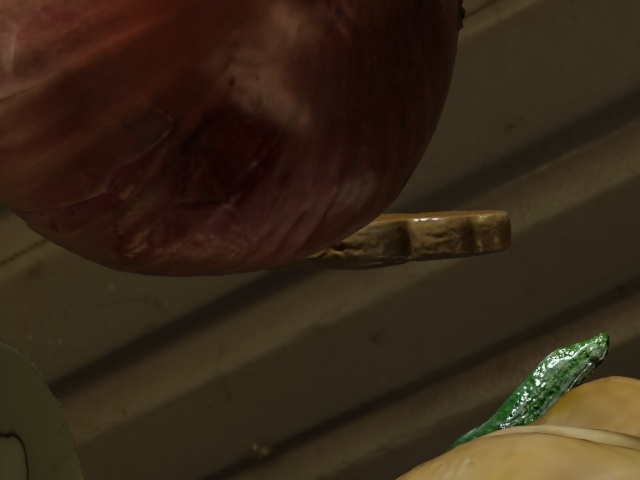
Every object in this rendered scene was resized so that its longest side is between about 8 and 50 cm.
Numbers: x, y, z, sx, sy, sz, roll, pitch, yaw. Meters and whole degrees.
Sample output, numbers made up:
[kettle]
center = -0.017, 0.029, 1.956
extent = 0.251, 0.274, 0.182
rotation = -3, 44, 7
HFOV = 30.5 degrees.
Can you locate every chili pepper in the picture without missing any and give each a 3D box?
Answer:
[chili pepper]
center = 0.201, 0.172, 1.145
extent = 0.227, 0.088, 0.059
rotation = -45, -63, 3

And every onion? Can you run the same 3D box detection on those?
[onion]
center = -0.083, -0.153, 0.655
extent = 0.353, 0.354, 0.354
rotation = -7, -48, -7

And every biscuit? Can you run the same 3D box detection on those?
[biscuit]
center = -0.001, 0.002, 0.982
extent = 0.319, 0.183, 0.047
rotation = -3, -90, -19

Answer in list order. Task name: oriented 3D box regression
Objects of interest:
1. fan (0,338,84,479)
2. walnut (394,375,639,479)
[fan]
center = -0.164, 0.069, 0.467
extent = 0.009, 0.191, 0.329
rotation = -1, -70, 25
[walnut]
center = 0.097, 0.228, 0.412
extent = 0.306, 0.306, 0.344
rotation = 7, -81, -19
